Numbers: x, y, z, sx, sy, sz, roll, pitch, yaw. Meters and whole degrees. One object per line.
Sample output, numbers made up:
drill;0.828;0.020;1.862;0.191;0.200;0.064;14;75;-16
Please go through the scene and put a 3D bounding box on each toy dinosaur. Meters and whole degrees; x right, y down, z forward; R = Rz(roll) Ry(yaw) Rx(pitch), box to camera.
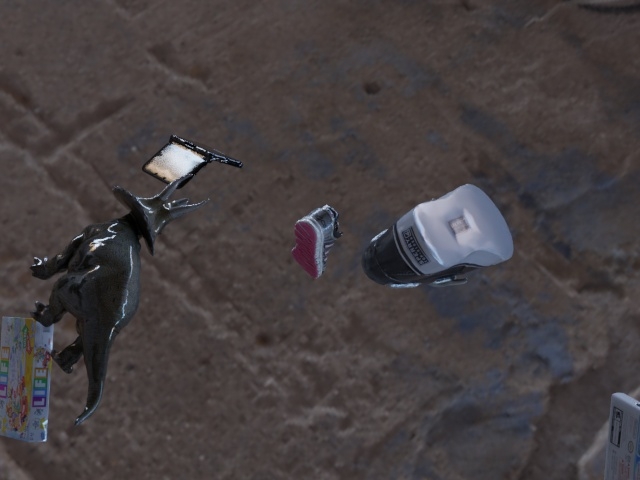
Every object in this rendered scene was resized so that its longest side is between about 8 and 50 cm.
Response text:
toy dinosaur;-0.247;0.049;1.263;0.121;0.313;0.160;35;-49;-21

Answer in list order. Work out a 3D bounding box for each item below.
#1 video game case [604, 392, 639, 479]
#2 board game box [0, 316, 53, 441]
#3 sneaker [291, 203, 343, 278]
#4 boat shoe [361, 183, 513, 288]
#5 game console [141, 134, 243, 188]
video game case;0.334;0.250;1.148;0.143;0.019;0.157;-150;-120;-67
board game box;-0.381;0.176;1.459;0.103;0.026;0.154;-4;-97;51
sneaker;0.000;0.000;1.807;0.063;0.075;0.170;41;-23;20
boat shoe;0.148;0.007;1.424;0.105;0.306;0.113;-29;-93;28
game console;-0.203;-0.117;1.801;0.122;0.107;0.071;28;-80;47
